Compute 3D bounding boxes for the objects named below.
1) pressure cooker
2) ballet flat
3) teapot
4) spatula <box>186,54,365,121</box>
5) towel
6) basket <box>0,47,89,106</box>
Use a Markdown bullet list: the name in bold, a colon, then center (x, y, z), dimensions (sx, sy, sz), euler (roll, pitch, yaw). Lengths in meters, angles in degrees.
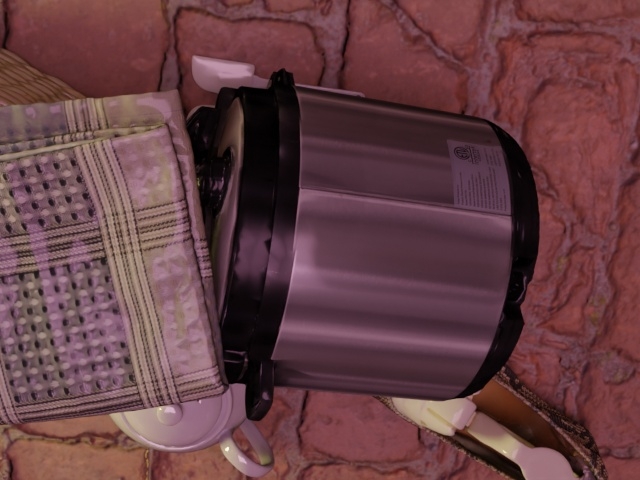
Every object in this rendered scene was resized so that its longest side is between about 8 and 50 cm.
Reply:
- **pressure cooker**: center (0.002, -0.004, 0.994), dimensions (0.421, 0.370, 0.375), euler (7, 109, -14)
- **ballet flat**: center (0.240, 0.256, 1.197), dimensions (0.483, 0.182, 0.164), euler (34, 100, -13)
- **teapot**: center (-0.195, 0.204, 1.147), dimensions (0.256, 0.187, 0.252), euler (-2, 107, -5)
- **spatula**: center (-0.068, -0.154, 1.138), dimensions (0.242, 0.019, 0.168), euler (8, 105, -10)
- **towel**: center (-0.263, 0.024, 0.798), dimensions (0.312, 0.056, 0.324), euler (-7, 102, 6)
- **basket**: center (-0.411, -0.074, 0.974), dimensions (0.331, 0.328, 0.266), euler (30, 100, -12)
